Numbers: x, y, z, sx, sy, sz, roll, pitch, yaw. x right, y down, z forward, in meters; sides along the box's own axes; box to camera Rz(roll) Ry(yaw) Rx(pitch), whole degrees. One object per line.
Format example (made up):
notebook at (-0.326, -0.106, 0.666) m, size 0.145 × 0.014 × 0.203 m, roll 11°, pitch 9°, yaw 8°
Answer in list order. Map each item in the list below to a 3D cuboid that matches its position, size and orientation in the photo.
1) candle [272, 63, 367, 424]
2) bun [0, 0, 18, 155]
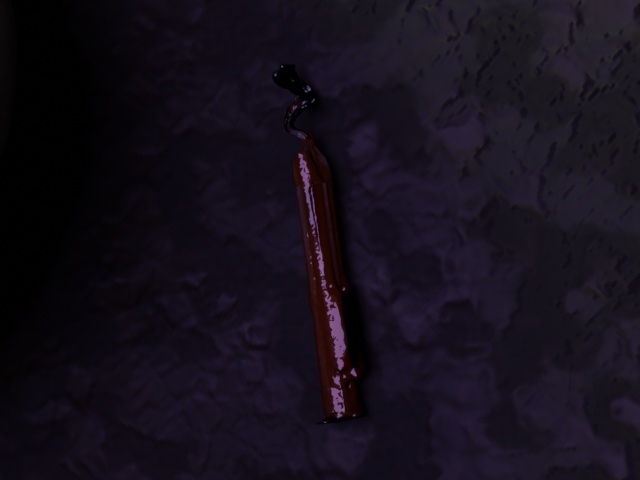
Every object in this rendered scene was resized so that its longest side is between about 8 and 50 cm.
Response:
candle at (0.001, 0.000, 0.860) m, size 0.026 × 0.021 × 0.167 m, roll -13°, pitch 82°, yaw 40°
bun at (-0.291, -0.047, 0.873) m, size 0.365 × 0.219 × 0.365 m, roll -7°, pitch 68°, yaw 17°
